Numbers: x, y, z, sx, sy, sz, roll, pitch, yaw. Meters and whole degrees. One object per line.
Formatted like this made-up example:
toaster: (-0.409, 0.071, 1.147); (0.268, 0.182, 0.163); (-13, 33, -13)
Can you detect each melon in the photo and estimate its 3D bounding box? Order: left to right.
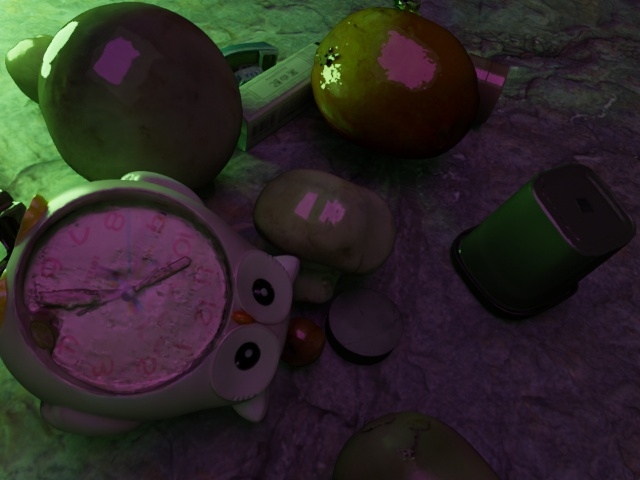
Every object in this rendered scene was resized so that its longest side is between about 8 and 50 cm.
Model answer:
melon: (0.144, 0.370, 0.690); (0.223, 0.223, 0.316); (-22, 63, -25)

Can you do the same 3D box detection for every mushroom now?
mushroom: (-0.331, -0.247, 1.003); (0.363, 0.295, 0.361); (4, 83, -35)
mushroom: (0.000, 0.000, 0.952); (0.260, 0.254, 0.234); (19, 97, -9)

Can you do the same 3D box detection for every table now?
table: (0.076, 0.150, 0.946); (0.134, 0.043, 0.133); (6, 54, -8)

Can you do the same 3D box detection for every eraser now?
eraser: (-0.067, -0.358, 1.250); (0.096, 0.098, 0.404); (36, 55, 15)

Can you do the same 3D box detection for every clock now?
clock: (-0.235, 0.097, 0.776); (0.377, 0.250, 0.368); (18, 71, -19)

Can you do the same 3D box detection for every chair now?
chair: (-0.473, -0.027, 0.857); (0.176, 0.183, 0.326); (14, 47, 31)

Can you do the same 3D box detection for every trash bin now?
trash bin: (0.412, 0.001, 1.001); (0.220, 0.250, 0.219); (-20, 67, -25)

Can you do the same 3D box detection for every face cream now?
face cream: (0.385, -0.377, 1.330); (0.104, 0.149, 0.149); (20, 53, 4)

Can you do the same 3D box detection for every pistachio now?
pistachio: (-0.548, -0.342, 1.119); (0.215, 0.144, 0.144); (28, 53, 1)

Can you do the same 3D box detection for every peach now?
peach: (0.168, -0.331, 1.157); (0.373, 0.289, 0.372); (22, 21, -9)

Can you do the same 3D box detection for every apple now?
apple: (-0.034, 0.167, 0.890); (0.084, 0.084, 0.071); (31, 28, 11)

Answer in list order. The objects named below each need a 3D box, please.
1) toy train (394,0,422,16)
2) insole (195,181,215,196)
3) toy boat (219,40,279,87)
toy train: (0.259, -0.684, 1.590); (0.085, 0.053, 0.249); (11, 52, -14)
insole: (-0.307, -0.105, 1.070); (0.192, 0.010, 0.063); (1, 54, -10)
toy boat: (-0.185, -0.402, 1.265); (0.215, 0.088, 0.102); (-18, 64, -25)
